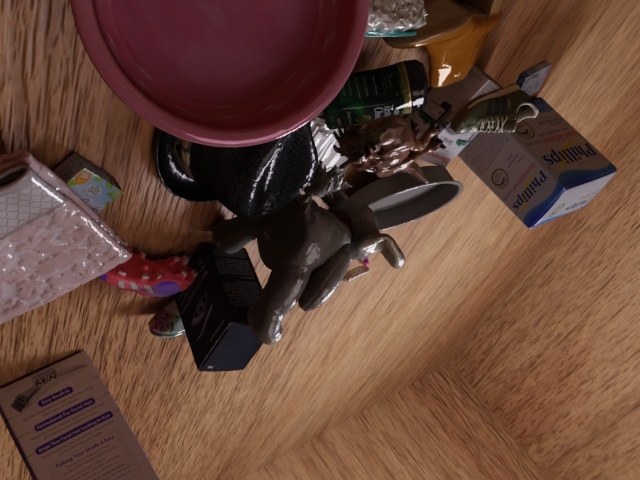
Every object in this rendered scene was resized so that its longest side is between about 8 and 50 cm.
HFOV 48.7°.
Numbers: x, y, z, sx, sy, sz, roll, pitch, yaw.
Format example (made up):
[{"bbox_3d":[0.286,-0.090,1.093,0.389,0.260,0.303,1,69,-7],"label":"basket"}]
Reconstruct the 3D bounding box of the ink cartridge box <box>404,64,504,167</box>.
[{"bbox_3d":[0.284,-0.270,1.524,0.219,0.092,0.160,-49,154,21],"label":"ink cartridge box"}]

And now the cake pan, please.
[{"bbox_3d":[0.181,-0.094,1.630,0.293,0.054,0.293,-17,166,-4],"label":"cake pan"}]

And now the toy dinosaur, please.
[{"bbox_3d":[0.123,-0.174,1.369,0.200,0.127,0.295,-41,153,-2],"label":"toy dinosaur"}]

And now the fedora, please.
[{"bbox_3d":[-0.097,-0.147,1.123,0.334,0.152,0.334,-32,156,-16],"label":"fedora"}]

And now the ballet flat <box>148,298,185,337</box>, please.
[{"bbox_3d":[-0.281,0.154,1.514,0.221,0.077,0.079,1,116,-63],"label":"ballet flat"}]

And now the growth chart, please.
[{"bbox_3d":[0.018,-0.183,1.388,0.172,0.021,0.237,-49,155,21],"label":"growth chart"}]

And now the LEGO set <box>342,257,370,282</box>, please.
[{"bbox_3d":[0.020,0.096,1.781,0.287,0.107,0.132,-32,156,-15],"label":"LEGO set"}]

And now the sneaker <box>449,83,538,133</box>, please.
[{"bbox_3d":[0.363,-0.253,1.444,0.192,0.086,0.064,-28,153,-22],"label":"sneaker"}]

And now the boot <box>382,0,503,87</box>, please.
[{"bbox_3d":[0.217,-0.349,1.275,0.295,0.104,0.211,-33,156,-23],"label":"boot"}]

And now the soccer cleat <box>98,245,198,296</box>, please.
[{"bbox_3d":[-0.324,0.069,1.280,0.095,0.083,0.248,-42,159,19],"label":"soccer cleat"}]

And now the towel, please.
[{"bbox_3d":[-0.467,0.032,0.972,0.332,0.053,0.317,-26,155,-3],"label":"towel"}]

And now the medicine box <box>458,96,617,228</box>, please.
[{"bbox_3d":[0.536,-0.201,1.764,0.264,0.289,0.149,-18,149,-39],"label":"medicine box"}]

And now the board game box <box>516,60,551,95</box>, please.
[{"bbox_3d":[0.516,-0.389,1.737,0.090,0.020,0.090,-28,154,-21],"label":"board game box"}]

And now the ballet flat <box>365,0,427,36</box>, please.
[{"bbox_3d":[-0.009,-0.337,0.982,0.409,0.147,0.147,-22,152,-40],"label":"ballet flat"}]

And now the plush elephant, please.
[{"bbox_3d":[0.000,0.000,1.337,0.255,0.271,0.330,12,127,-50],"label":"plush elephant"}]

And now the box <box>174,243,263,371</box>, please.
[{"bbox_3d":[-0.193,0.132,1.394,0.108,0.207,0.153,6,134,-38],"label":"box"}]

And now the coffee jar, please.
[{"bbox_3d":[0.093,-0.251,1.215,0.185,0.079,0.096,-12,163,4],"label":"coffee jar"}]

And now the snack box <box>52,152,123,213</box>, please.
[{"bbox_3d":[-0.374,-0.054,1.031,0.141,0.037,0.100,-39,157,4],"label":"snack box"}]

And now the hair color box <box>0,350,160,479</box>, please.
[{"bbox_3d":[-0.459,0.399,1.345,0.185,0.338,0.110,-24,154,-30],"label":"hair color box"}]

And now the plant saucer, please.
[{"bbox_3d":[-0.108,-0.273,0.789,0.332,0.084,0.331,-6,105,-22],"label":"plant saucer"}]
